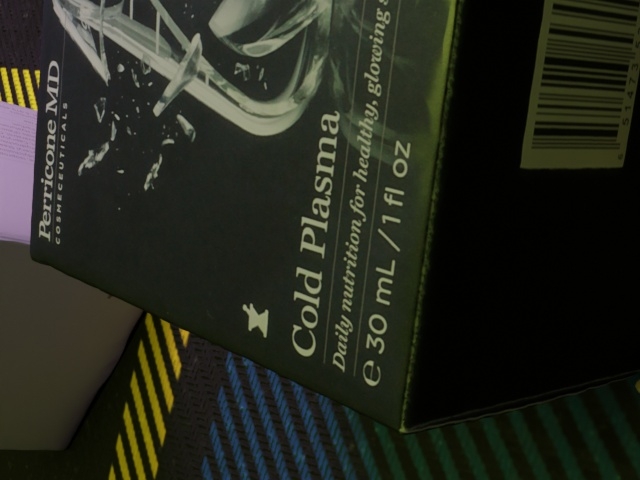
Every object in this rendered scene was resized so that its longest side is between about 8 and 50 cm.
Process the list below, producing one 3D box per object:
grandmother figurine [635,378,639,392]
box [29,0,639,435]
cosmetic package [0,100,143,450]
[{"bbox_3d":[0.360,-0.005,0.746,0.208,0.104,0.342,35,109,36],"label":"grandmother figurine"},{"bbox_3d":[0.020,-0.166,0.869,0.472,0.297,0.480,18,106,46],"label":"box"},{"bbox_3d":[-0.475,0.027,1.458,0.393,0.327,0.329,48,115,41],"label":"cosmetic package"}]
